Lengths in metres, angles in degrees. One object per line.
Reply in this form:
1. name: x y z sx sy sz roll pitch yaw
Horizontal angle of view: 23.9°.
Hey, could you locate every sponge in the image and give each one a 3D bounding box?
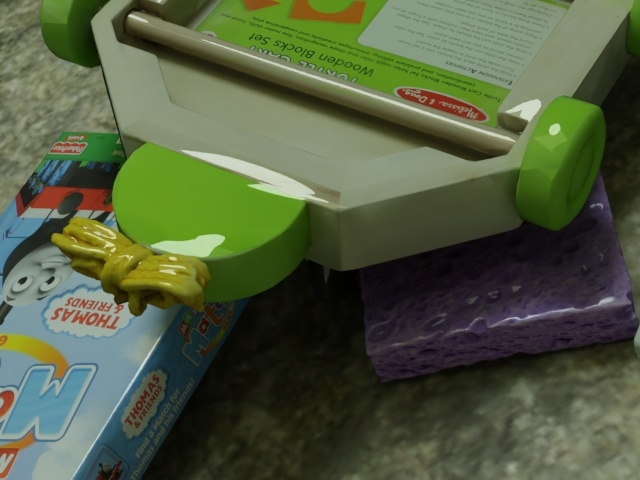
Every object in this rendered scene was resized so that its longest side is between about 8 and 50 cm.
1. sponge: 0.074 -0.030 0.721 0.117 0.031 0.210 -13 47 10

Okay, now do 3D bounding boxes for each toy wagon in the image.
1. toy wagon: 0.004 -0.080 0.690 0.267 0.068 0.344 20 53 23

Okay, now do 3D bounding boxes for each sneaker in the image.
1. sneaker: 0.000 0.000 0.728 0.035 0.031 0.083 -20 39 21

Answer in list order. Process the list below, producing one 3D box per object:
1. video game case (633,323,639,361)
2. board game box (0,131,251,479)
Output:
1. video game case: 0.225 0.000 0.642 0.143 0.019 0.157 10 54 28
2. board game box: -0.115 0.037 0.716 0.160 0.039 0.211 5 53 38
